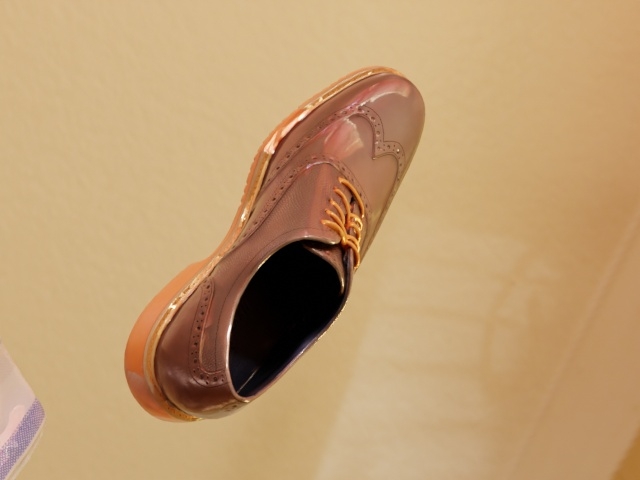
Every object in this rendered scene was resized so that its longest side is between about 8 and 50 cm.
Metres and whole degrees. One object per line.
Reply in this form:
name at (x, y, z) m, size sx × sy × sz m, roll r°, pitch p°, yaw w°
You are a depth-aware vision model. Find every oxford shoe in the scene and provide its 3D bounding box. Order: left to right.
oxford shoe at (0.000, 0.000, 1.274) m, size 0.130 × 0.132 × 0.364 m, roll 47°, pitch -118°, yaw -26°

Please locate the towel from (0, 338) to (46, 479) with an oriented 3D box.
towel at (-0.287, 0.084, 1.106) m, size 0.034 × 0.209 × 0.285 m, roll -9°, pitch -59°, yaw 24°
